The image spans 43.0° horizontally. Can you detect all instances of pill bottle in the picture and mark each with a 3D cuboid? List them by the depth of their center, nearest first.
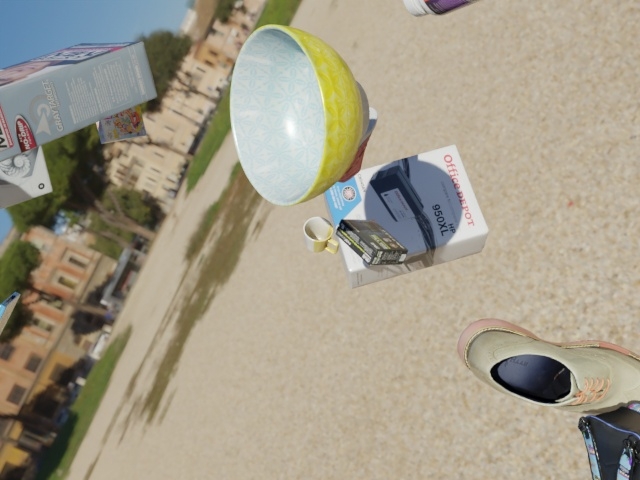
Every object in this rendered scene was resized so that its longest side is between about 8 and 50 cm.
[{"bbox_3d":[0.259,-0.514,1.627,0.193,0.108,0.108,-7,54,52],"label":"pill bottle"}]

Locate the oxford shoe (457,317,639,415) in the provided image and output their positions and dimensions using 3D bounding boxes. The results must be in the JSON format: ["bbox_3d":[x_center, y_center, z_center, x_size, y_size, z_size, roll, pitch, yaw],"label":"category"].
[{"bbox_3d":[0.434,0.249,1.393,0.146,0.397,0.140,-106,29,-73],"label":"oxford shoe"}]

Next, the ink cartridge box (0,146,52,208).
[{"bbox_3d":[-0.670,-0.167,1.625,0.045,0.223,0.224,25,132,47],"label":"ink cartridge box"}]

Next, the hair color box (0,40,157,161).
[{"bbox_3d":[-0.494,-0.250,1.427,0.374,0.185,0.113,-37,-55,-44],"label":"hair color box"}]

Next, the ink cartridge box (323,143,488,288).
[{"bbox_3d":[0.231,-0.068,2.259,0.166,0.395,0.285,81,173,-70],"label":"ink cartridge box"}]

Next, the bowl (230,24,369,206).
[{"bbox_3d":[-0.013,-0.209,1.342,0.289,0.156,0.289,22,117,52],"label":"bowl"}]

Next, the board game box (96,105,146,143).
[{"bbox_3d":[-0.451,-0.297,1.790,0.026,0.103,0.154,-7,98,49],"label":"board game box"}]

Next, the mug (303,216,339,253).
[{"bbox_3d":[-0.004,-0.001,1.710,0.064,0.062,0.078,99,149,-55],"label":"mug"}]

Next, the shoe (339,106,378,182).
[{"bbox_3d":[0.077,-0.217,1.857,0.178,0.063,0.081,-58,-21,-11],"label":"shoe"}]

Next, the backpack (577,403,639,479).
[{"bbox_3d":[0.496,0.361,1.269,0.158,0.117,0.173,-174,75,-74],"label":"backpack"}]

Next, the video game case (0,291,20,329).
[{"bbox_3d":[-0.694,0.179,1.751,0.119,0.015,0.166,-63,12,0],"label":"video game case"}]

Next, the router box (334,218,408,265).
[{"bbox_3d":[0.101,0.003,1.619,0.122,0.092,0.038,43,121,39],"label":"router box"}]
